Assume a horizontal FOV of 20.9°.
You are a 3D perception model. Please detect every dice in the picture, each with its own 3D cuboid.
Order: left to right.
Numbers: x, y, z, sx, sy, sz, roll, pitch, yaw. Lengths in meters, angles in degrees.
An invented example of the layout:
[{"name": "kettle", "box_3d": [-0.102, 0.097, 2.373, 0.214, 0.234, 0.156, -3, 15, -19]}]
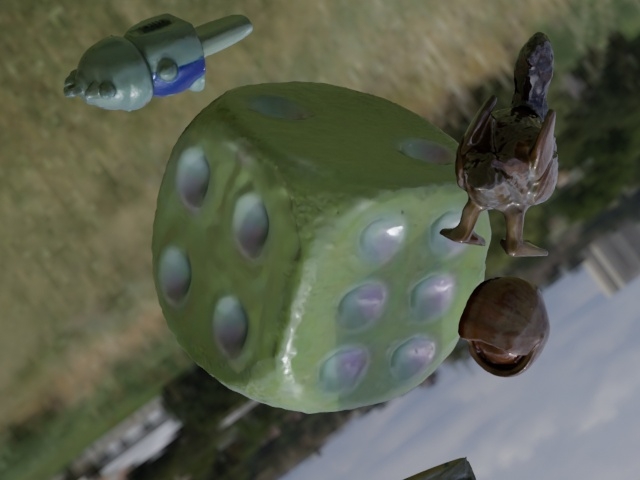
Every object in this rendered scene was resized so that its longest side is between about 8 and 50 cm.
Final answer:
[{"name": "dice", "box_3d": [0.000, 0.000, 1.689, 0.254, 0.250, 0.252, -8, 123, -37]}]

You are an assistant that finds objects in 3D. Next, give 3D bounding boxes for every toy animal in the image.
[{"name": "toy animal", "box_3d": [0.148, -0.079, 1.352, 0.188, 0.089, 0.179, -3, 106, -77]}]

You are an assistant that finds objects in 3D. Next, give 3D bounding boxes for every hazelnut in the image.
[{"name": "hazelnut", "box_3d": [0.159, 0.073, 1.484, 0.086, 0.086, 0.086, -36, 178, -1]}]

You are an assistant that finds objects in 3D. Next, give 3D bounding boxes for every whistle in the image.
[{"name": "whistle", "box_3d": [-0.188, -0.208, 2.014, 0.244, 0.092, 0.110, -24, -152, -26]}]

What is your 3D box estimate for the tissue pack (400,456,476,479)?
[{"name": "tissue pack", "box_3d": [0.087, 0.261, 1.575, 0.108, 0.060, 0.148, -20, 155, -11]}]
